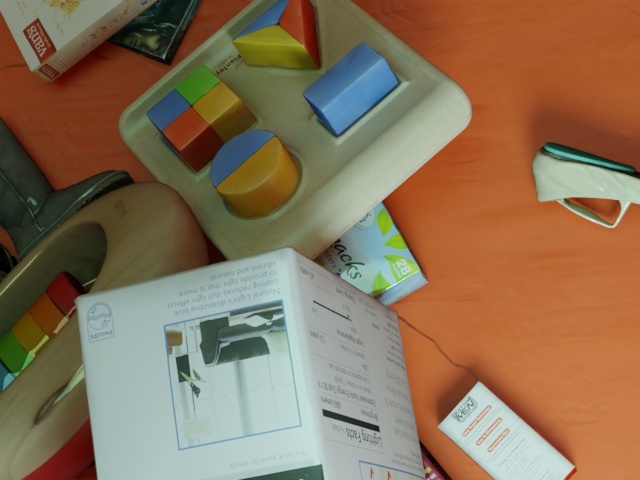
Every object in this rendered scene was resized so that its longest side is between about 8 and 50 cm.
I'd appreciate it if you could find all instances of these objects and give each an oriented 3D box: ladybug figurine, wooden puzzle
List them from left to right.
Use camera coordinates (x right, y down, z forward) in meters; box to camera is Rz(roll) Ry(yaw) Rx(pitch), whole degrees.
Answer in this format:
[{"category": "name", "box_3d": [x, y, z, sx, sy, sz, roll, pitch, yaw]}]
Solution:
[{"category": "ladybug figurine", "box_3d": [-0.285, 0.135, 1.676, 0.449, 0.162, 0.305, -45, 32, 6]}, {"category": "wooden puzzle", "box_3d": [-0.047, -0.153, 1.715, 0.322, 0.080, 0.348, -41, 52, -4]}]

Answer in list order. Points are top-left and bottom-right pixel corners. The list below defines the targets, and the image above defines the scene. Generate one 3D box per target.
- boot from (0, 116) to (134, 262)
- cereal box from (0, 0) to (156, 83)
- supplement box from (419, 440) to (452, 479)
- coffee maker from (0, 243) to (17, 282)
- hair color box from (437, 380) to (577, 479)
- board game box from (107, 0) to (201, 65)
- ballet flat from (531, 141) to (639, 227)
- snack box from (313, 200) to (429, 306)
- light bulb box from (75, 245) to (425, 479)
[{"category": "boot", "box_3d": [-0.356, -0.085, 1.841, 0.190, 0.076, 0.208, -37, 63, -1]}, {"category": "cereal box", "box_3d": [-0.294, -0.333, 1.871, 0.240, 0.047, 0.173, -36, 60, 8]}, {"category": "supplement box", "box_3d": [0.083, 0.291, 1.626, 0.130, 0.073, 0.239, -41, 71, 2]}, {"category": "coffee maker", "box_3d": [-0.473, 0.033, 1.772, 0.171, 0.178, 0.120, -3, 72, 10]}, {"category": "hair color box", "box_3d": [0.205, 0.229, 1.629, 0.141, 0.043, 0.072, 42, 88, 19]}, {"category": "board game box", "box_3d": [-0.207, -0.327, 1.886, 0.126, 0.026, 0.186, 23, 82, 19]}, {"category": "ballet flat", "box_3d": [0.356, -0.049, 1.657, 0.248, 0.086, 0.086, 13, 79, 18]}, {"category": "snack box", "box_3d": [0.000, 0.000, 1.725, 0.174, 0.070, 0.207, -30, 71, 4]}, {"category": "light bulb box", "box_3d": [-0.043, 0.232, 1.446, 0.225, 0.358, 0.361, -14, 73, 16]}]
